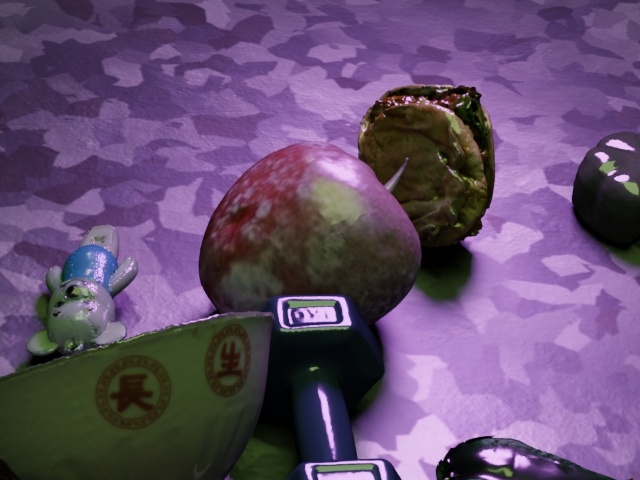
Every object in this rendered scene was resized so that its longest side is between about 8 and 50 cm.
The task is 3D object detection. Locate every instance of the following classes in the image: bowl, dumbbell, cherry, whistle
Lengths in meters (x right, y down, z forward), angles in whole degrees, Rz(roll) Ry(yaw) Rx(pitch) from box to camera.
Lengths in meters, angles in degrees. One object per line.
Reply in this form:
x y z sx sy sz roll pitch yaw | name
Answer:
-0.182 0.188 1.198 0.337 0.337 0.157 -13 80 -24 | bowl
0.003 0.194 1.277 0.144 0.156 0.316 -25 37 9 | dumbbell
0.000 0.000 1.479 0.285 0.212 0.236 -38 25 -14 | cherry
-0.266 0.050 1.487 0.114 0.077 0.235 -8 34 6 | whistle

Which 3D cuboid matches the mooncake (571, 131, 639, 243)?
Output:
0.423 -0.070 1.721 0.168 0.104 0.175 21 42 11 | mooncake

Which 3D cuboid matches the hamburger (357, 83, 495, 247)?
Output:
0.137 -0.093 1.640 0.183 0.206 0.130 -3 -2 35 | hamburger

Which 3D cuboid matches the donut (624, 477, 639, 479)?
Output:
0.348 0.254 1.309 0.083 0.067 0.038 20 42 -41 | donut

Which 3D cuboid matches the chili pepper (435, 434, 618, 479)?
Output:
0.189 0.299 1.080 0.257 0.233 0.248 12 46 20 | chili pepper
